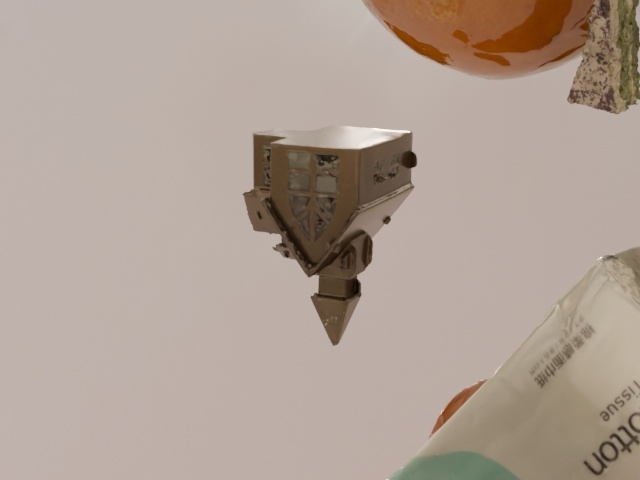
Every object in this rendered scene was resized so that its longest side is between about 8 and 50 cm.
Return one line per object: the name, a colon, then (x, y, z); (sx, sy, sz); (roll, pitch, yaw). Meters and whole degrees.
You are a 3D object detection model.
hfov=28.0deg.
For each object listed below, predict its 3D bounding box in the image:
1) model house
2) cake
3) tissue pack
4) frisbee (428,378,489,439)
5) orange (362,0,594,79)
model house: (0.000, 0.000, 1.475); (0.176, 0.248, 0.181); (7, -167, 23)
cake: (0.242, -0.166, 1.037); (0.055, 0.140, 0.051); (33, -132, 29)
tissue pack: (0.263, 0.215, 1.207); (0.266, 0.356, 0.194); (49, -150, 21)
frisbee: (0.193, 0.258, 1.498); (0.192, 0.192, 0.035); (-20, -159, -38)
orange: (0.165, -0.302, 1.178); (0.312, 0.312, 0.312); (2, -154, -1)
